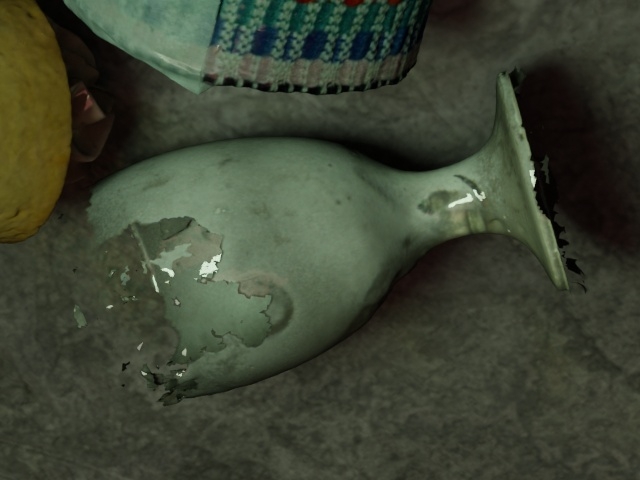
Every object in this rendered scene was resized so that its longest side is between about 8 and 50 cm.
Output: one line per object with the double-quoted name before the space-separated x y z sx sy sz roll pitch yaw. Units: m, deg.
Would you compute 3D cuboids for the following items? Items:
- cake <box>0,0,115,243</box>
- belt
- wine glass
"cake" -0.236 -0.083 1.181 0.178 0.185 0.207 4 106 -44
"belt" -0.045 -0.194 1.082 0.258 0.207 0.150 4 121 -21
"wine glass" 0.003 -0.002 1.209 0.357 0.190 0.190 -15 119 5
